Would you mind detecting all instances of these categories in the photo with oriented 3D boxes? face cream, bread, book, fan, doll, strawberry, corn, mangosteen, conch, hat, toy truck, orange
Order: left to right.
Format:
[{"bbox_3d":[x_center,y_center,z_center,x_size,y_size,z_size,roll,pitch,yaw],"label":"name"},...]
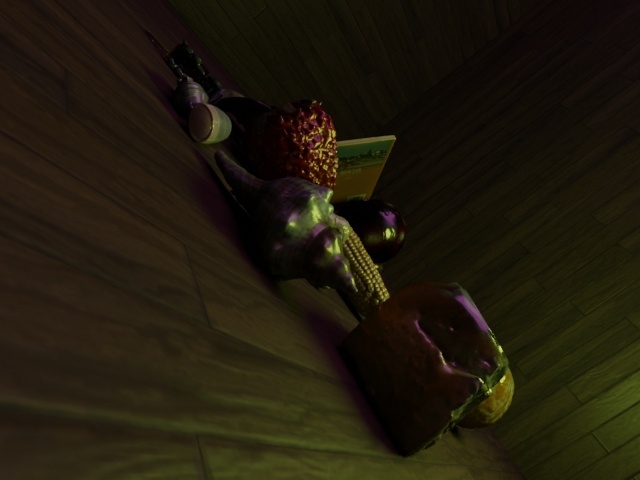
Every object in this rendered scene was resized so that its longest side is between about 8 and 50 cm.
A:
[{"bbox_3d":[-0.482,-0.590,1.275,0.085,0.005,0.133,52,9,2],"label":"fan"},{"bbox_3d":[-0.300,-0.331,0.957,0.180,0.079,0.094,-126,-149,-52],"label":"doll"},{"bbox_3d":[-0.357,-0.470,1.222,0.178,0.080,0.115,51,-2,-2],"label":"toy truck"},{"bbox_3d":[-0.245,-0.258,0.940,0.198,0.057,0.084,-94,-170,-78],"label":"face cream"},{"bbox_3d":[-0.226,-0.421,1.364,0.214,0.244,0.149,47,48,-45],"label":"hat"},{"bbox_3d":[-0.055,-0.045,0.775,0.203,0.169,0.386,87,-23,-55],"label":"conch"},{"bbox_3d":[-0.063,-0.222,1.209,0.292,0.292,0.343,-102,168,-73],"label":"strawberry"},{"bbox_3d":[0.003,0.003,1.035,0.278,0.149,0.175,-89,175,-58],"label":"doll"},{"bbox_3d":[0.095,-0.223,1.505,0.374,0.262,0.028,108,-32,-57],"label":"book"},{"bbox_3d":[0.085,0.073,1.190,0.347,0.130,0.130,59,9,23],"label":"corn"},{"bbox_3d":[0.182,-0.014,1.598,0.297,0.297,0.293,41,33,-57],"label":"mangosteen"},{"bbox_3d":[0.241,0.243,0.859,0.239,0.264,0.395,52,8,31],"label":"bread"},{"bbox_3d":[0.446,0.417,1.324,0.329,0.249,0.329,58,1,-2],"label":"orange"}]

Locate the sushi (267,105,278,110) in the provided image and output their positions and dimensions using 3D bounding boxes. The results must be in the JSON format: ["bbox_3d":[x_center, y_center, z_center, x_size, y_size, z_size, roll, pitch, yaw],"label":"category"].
[{"bbox_3d":[-0.129,-0.377,1.567,0.296,0.100,0.373,42,-14,45],"label":"sushi"}]
